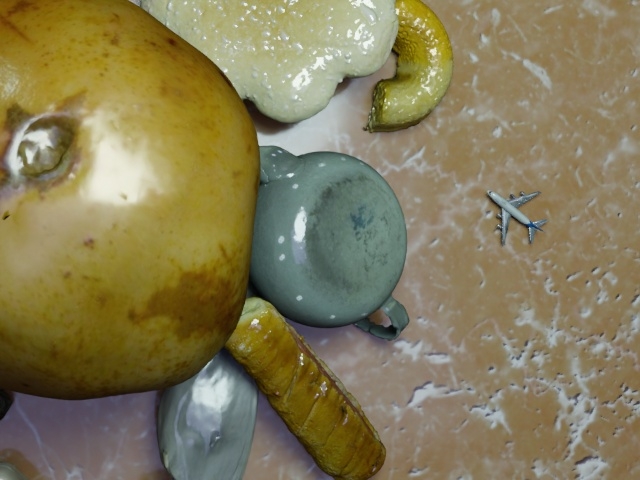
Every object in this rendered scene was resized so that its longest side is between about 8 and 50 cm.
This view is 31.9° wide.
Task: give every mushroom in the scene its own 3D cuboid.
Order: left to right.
[{"bbox_3d":[-0.121,0.127,1.245,0.109,0.097,0.351,4,86,-8],"label":"mushroom"}]

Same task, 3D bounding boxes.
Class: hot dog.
[{"bbox_3d":[-0.017,0.173,1.228,0.088,0.061,0.286,-34,119,12],"label":"hot dog"}]

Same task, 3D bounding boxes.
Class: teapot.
[{"bbox_3d":[0.000,0.000,1.231,0.193,0.129,0.294,-48,115,-27],"label":"teapot"}]

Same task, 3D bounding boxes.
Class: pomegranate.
[{"bbox_3d":[-0.252,-0.032,1.070,0.417,0.417,0.416,0,91,-10],"label":"pomegranate"}]

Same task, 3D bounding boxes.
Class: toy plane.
[{"bbox_3d":[0.231,-0.034,1.335,0.084,0.024,0.078,36,85,-2],"label":"toy plane"}]

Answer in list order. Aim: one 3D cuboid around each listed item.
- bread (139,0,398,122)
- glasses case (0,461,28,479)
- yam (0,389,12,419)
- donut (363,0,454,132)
[{"bbox_3d":[-0.051,-0.283,1.225,0.316,0.054,0.315,-1,84,7],"label":"bread"},{"bbox_3d":[-0.290,0.408,1.224,0.144,0.076,0.336,-40,97,-6],"label":"glasses case"},{"bbox_3d":[-0.432,0.257,1.207,0.061,0.061,0.253,38,85,-8],"label":"yam"},{"bbox_3d":[0.081,-0.218,1.282,0.146,0.078,0.181,-36,98,-5],"label":"donut"}]
